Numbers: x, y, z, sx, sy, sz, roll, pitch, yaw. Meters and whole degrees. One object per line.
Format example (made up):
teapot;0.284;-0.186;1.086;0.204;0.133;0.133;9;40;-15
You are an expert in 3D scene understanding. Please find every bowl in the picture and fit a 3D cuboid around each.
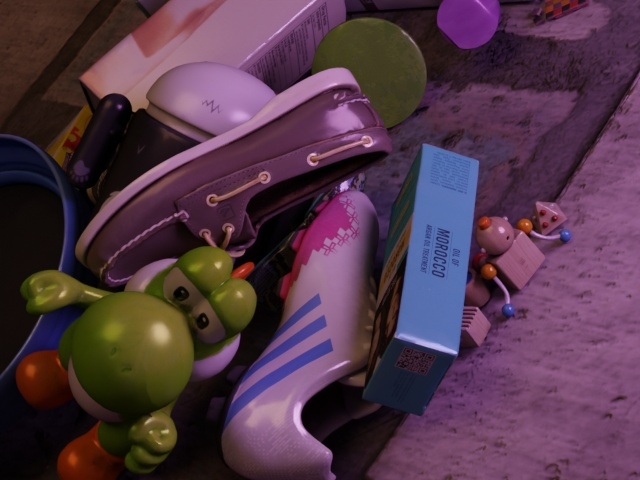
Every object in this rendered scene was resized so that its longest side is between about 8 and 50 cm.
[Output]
bowl;-0.410;0.067;1.953;0.391;0.077;0.391;-19;53;27

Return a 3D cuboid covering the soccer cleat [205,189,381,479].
soccer cleat;0.016;0.096;1.668;0.143;0.116;0.331;11;55;23

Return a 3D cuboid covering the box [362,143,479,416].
box;0.094;0.033;1.615;0.100;0.060;0.244;114;170;-47

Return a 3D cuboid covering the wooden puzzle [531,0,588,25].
wooden puzzle;0.265;-0.261;1.882;0.083;0.006;0.049;-22;39;26

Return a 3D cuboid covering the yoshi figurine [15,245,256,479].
yoshi figurine;-0.193;0.120;1.634;0.362;0.204;0.203;-43;30;52

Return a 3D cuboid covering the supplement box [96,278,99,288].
supplement box;-0.324;0.088;2.013;0.239;0.073;0.130;-44;34;-5

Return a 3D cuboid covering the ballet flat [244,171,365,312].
ballet flat;0.000;0.000;1.815;0.188;0.070;0.070;-50;35;-4

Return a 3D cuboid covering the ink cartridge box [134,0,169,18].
ink cartridge box;-0.177;-0.327;2.250;0.087;0.153;0.208;-34;36;10

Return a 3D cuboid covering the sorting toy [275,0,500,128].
sorting toy;0.043;-0.189;1.957;0.366;0.127;0.126;-29;13;20

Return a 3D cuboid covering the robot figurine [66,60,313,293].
robot figurine;-0.139;-0.053;1.849;0.173;0.209;0.278;33;101;49

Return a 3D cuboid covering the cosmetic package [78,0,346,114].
cosmetic package;-0.120;-0.213;2.016;0.296;0.153;0.129;-41;72;-13

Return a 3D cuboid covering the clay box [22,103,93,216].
clay box;-0.337;-0.057;2.139;0.127;0.053;0.222;-40;20;40

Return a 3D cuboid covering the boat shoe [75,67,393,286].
boat shoe;-0.084;-0.044;1.699;0.324;0.116;0.096;-32;71;-5

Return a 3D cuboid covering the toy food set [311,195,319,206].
toy food set;-0.019;-0.037;1.904;0.078;0.019;0.122;-35;43;10

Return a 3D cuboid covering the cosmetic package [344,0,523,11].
cosmetic package;0.090;-0.391;2.013;0.385;0.217;0.156;5;55;49

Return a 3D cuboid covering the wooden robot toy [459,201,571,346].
wooden robot toy;0.159;0.010;1.628;0.173;0.079;0.076;-51;36;-14

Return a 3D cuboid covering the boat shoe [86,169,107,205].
boat shoe;-0.189;-0.121;2.104;0.223;0.080;0.073;-46;30;-14
